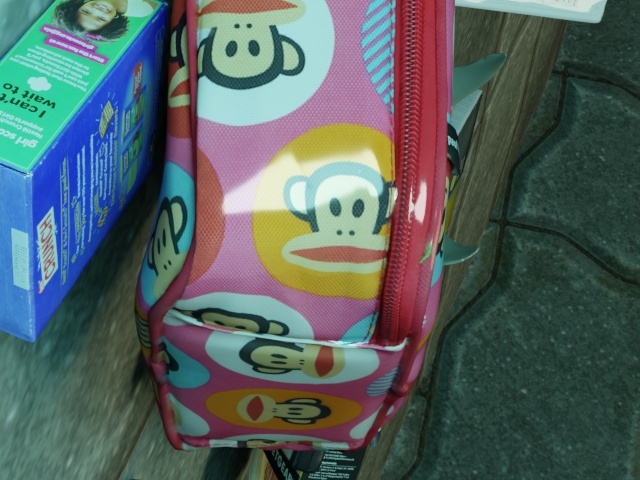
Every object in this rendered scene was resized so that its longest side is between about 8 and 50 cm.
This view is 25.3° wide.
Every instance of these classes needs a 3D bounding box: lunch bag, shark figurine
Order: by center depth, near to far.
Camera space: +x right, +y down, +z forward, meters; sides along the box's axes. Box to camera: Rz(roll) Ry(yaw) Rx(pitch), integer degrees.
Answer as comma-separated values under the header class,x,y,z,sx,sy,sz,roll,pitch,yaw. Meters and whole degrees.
class,x,y,z,sx,sy,sz,roll,pitch,yaw
lunch bag,-0.014,-0.054,0.626,0.293,0.120,0.258,104,-12,-68
shark figurine,0.105,-0.034,1.345,0.278,0.116,0.166,-61,149,-19

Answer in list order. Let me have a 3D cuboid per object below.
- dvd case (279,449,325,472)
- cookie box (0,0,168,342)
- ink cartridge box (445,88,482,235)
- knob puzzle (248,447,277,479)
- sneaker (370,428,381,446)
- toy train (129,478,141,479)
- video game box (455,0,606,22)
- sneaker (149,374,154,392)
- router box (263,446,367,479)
class,x,y,z,sx,sy,sz,roll,pitch,yaw
dvd case,0.000,0.000,0.930,0.180,0.022,0.253,43,-63,63
cookie box,-0.099,-0.032,0.534,0.092,0.040,0.107,102,12,-46
ink cartridge box,0.084,0.016,1.574,0.307,0.072,0.304,-60,166,-51
knob puzzle,-0.052,0.160,1.215,0.213,0.030,0.213,8,90,-86
sneaker,0.016,0.120,1.205,0.235,0.094,0.153,126,-36,-76
toy train,-0.124,0.180,0.851,0.158,0.036,0.027,-38,147,-72
video game box,0.144,-0.259,1.022,0.048,0.205,0.187,50,-50,48
sneaker,-0.035,0.000,0.877,0.232,0.090,0.115,-63,179,2
router box,-0.009,0.083,0.998,0.179,0.046,0.133,-128,-128,-61
